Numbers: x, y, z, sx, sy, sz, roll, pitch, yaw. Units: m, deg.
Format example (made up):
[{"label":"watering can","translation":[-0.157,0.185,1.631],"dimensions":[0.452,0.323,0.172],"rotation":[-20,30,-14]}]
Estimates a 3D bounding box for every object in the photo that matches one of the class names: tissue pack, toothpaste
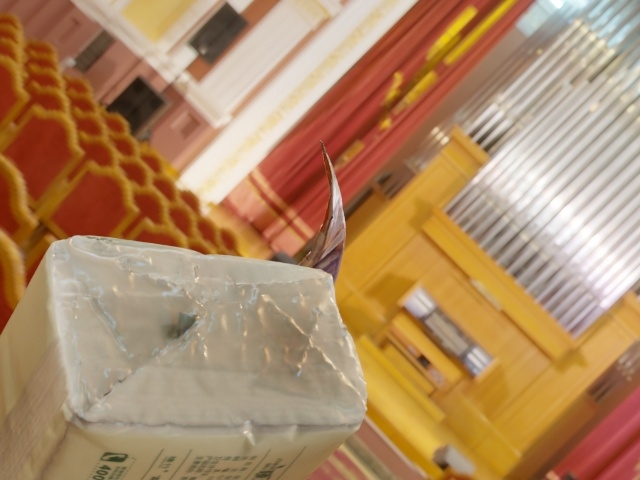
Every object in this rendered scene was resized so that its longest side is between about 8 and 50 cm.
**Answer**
[{"label":"tissue pack","translation":[-0.171,0.183,1.039],"dimensions":[0.297,0.380,0.207],"rotation":[8,50,-32]},{"label":"toothpaste","translation":[0.000,0.000,1.116],"dimensions":[0.048,0.075,0.301],"rotation":[21,-23,5]}]
